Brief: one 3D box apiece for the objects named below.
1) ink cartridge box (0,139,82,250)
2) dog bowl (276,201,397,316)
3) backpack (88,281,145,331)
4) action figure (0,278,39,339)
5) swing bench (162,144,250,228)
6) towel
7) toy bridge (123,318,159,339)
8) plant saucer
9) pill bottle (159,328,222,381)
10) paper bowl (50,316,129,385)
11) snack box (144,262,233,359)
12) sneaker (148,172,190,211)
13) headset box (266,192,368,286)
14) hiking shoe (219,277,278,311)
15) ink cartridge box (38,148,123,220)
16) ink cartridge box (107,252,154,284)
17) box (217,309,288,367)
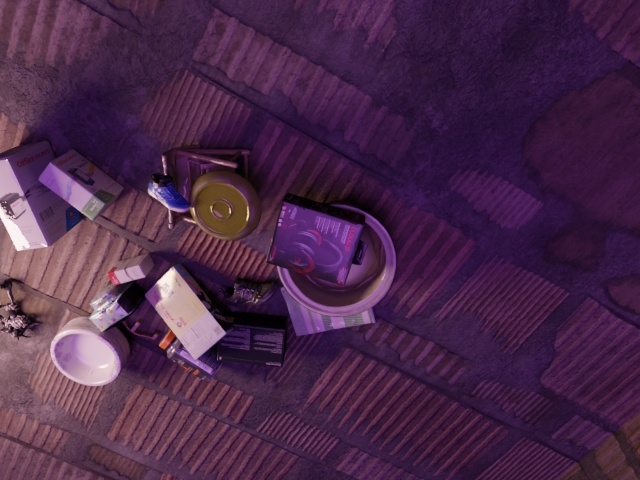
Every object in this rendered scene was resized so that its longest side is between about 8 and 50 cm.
[{"bbox_3d":[-0.965,-0.154,1.643,0.129,0.223,0.307,-7,115,8],"label":"ink cartridge box"},{"bbox_3d":[0.059,0.050,1.696,0.408,0.150,0.408,2,110,6],"label":"dog bowl"},{"bbox_3d":[-0.783,0.247,1.855,0.188,0.166,0.144,-42,106,12],"label":"backpack"},{"bbox_3d":[-1.234,0.301,1.934,0.164,0.141,0.276,-10,114,-4],"label":"action figure"},{"bbox_3d":[-0.374,-0.173,1.634,0.254,0.165,0.253,7,117,6],"label":"swing bench"},{"bbox_3d":[0.033,0.245,1.879,0.325,0.038,0.248,-12,116,9],"label":"towel"},{"bbox_3d":[-0.747,0.346,1.985,0.188,0.026,0.063,37,114,-12],"label":"toy bridge"},{"bbox_3d":[-0.307,-0.102,1.545,0.241,0.037,0.241,3,116,7],"label":"plant saucer"},{"bbox_3d":[-0.520,0.448,1.964,0.245,0.130,0.130,37,113,-13],"label":"pill bottle"},{"bbox_3d":[-0.911,0.431,1.970,0.284,0.148,0.284,1,117,3],"label":"paper bowl"},{"bbox_3d":[-0.500,0.269,1.852,0.187,0.060,0.322,-41,85,20],"label":"snack box"},{"bbox_3d":[-0.469,-0.155,1.528,0.152,0.058,0.084,32,130,11],"label":"sneaker"},{"bbox_3d":[0.000,0.000,1.547,0.293,0.110,0.218,17,110,1],"label":"headset box"},{"bbox_3d":[-0.270,0.189,1.843,0.227,0.086,0.114,-23,116,15],"label":"hiking shoe"},{"bbox_3d":[-0.803,-0.190,1.653,0.212,0.154,0.093,39,112,-14],"label":"ink cartridge box"},{"bbox_3d":[-0.703,0.106,1.823,0.135,0.099,0.056,-14,114,11],"label":"ink cartridge box"},{"bbox_3d":[-0.267,0.388,1.932,0.261,0.103,0.184,7,113,1],"label":"box"}]
